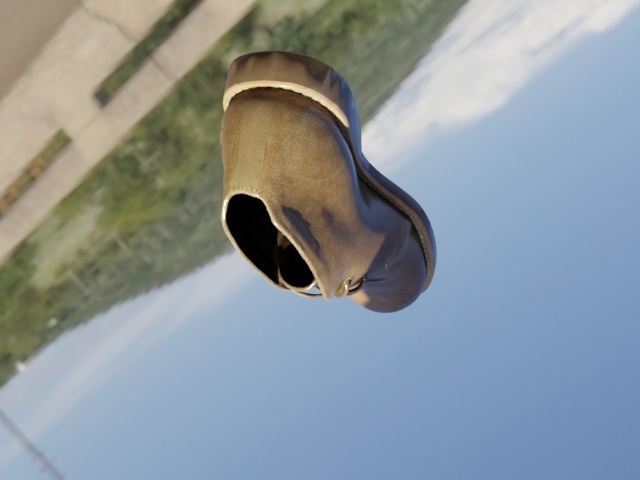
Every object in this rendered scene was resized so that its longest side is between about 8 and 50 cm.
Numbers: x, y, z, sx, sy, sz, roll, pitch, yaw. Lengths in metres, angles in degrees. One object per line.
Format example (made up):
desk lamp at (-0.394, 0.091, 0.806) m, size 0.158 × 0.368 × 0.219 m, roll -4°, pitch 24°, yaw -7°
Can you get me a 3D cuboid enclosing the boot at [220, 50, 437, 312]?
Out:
boot at (0.000, 0.000, 0.965) m, size 0.112 × 0.305 × 0.115 m, roll 1°, pitch -114°, yaw 21°
